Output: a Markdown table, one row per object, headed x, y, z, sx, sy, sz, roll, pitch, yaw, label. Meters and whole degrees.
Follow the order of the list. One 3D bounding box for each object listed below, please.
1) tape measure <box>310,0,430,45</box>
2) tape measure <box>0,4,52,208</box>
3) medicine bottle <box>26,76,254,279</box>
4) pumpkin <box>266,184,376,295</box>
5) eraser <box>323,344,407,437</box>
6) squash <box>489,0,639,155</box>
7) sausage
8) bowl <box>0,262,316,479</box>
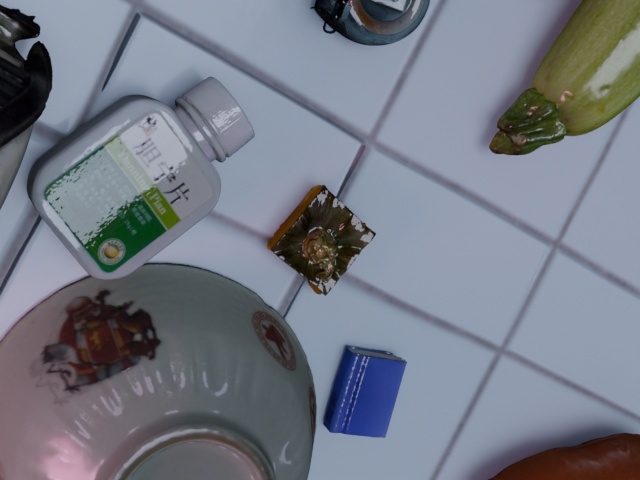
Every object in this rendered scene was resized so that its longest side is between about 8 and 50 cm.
| x | y | z | sx | sy | sz | roll | pitch | yaw | label |
| --- | --- | --- | --- | --- | --- | --- | --- | --- | --- |
| 0.067 | -0.223 | 0.825 | 0.107 | 0.180 | 0.104 | 10 | 83 | -23 | tape measure |
| -0.286 | -0.056 | 0.683 | 0.133 | 0.231 | 0.271 | 33 | 90 | -24 | tape measure |
| -0.146 | -0.059 | 0.830 | 0.183 | 0.069 | 0.119 | -38 | 112 | -11 | medicine bottle |
| 0.000 | 0.000 | 0.914 | 0.074 | 0.054 | 0.083 | 39 | 92 | -21 | pumpkin |
| 0.044 | 0.151 | 0.984 | 0.063 | 0.027 | 0.085 | 12 | 99 | -23 | eraser |
| 0.284 | -0.180 | 0.965 | 0.137 | 0.137 | 0.287 | 33 | 101 | -26 | squash |
| 0.281 | 0.283 | 1.063 | 0.258 | 0.133 | 0.133 | -11 | 107 | -18 | sausage |
| -0.133 | 0.199 | 0.854 | 0.337 | 0.157 | 0.337 | -5 | 104 | -21 | bowl |
